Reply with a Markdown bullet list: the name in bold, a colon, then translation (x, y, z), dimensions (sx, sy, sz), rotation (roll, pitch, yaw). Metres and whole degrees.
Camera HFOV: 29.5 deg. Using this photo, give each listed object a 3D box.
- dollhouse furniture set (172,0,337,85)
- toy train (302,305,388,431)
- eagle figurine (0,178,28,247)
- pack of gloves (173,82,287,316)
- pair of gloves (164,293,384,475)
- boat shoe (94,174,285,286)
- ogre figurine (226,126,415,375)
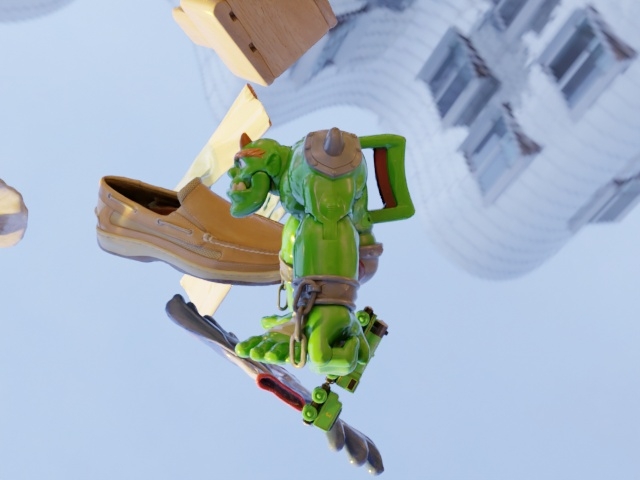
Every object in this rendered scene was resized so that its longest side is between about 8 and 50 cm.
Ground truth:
- **dollhouse furniture set**: translation (-0.066, -0.302, 0.891), dimensions (0.286, 0.303, 0.198), rotation (-44, -54, -15)
- **toy train**: translation (0.016, 0.080, 0.749), dimensions (0.024, 0.017, 0.083), rotation (29, -89, 1)
- **eagle figurine**: translation (-0.408, -0.018, 1.046), dimensions (0.225, 0.226, 0.298), rotation (7, -153, -37)
- **pack of gloves**: translation (-0.127, -0.044, 1.437), dimensions (0.046, 0.232, 0.195), rotation (13, -144, -38)
- **pair of gloves**: translation (-0.037, 0.107, 0.917), dimensions (0.198, 0.023, 0.159), rotation (39, 176, -36)
- **boat shoe**: translation (-0.097, -0.014, 0.960), dimensions (0.190, 0.072, 0.068), rotation (9, -152, 18)
- **ogre figurine**: translation (0.000, 0.000, 0.648), dimensions (0.097, 0.118, 0.197), rotation (5, -177, 16)
